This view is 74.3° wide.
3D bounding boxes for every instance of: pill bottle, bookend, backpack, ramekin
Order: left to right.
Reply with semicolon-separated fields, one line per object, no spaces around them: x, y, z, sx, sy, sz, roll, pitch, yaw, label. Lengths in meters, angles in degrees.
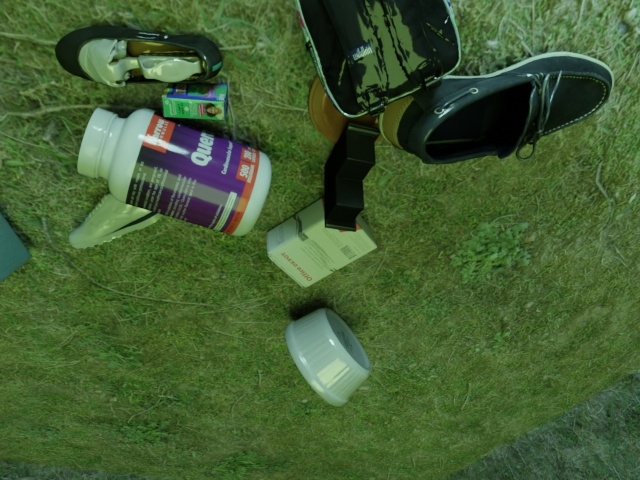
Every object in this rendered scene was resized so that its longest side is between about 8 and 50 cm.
-0.269;-0.133;0.810;0.323;0.181;0.181;17;126;-23;pill bottle
0.030;0.314;1.199;0.127;0.273;0.273;-39;126;8;ramekin
0.064;-0.124;0.853;0.072;0.156;0.157;8;153;-16;bookend
0.079;-0.352;0.660;0.225;0.191;0.253;-22;117;12;backpack

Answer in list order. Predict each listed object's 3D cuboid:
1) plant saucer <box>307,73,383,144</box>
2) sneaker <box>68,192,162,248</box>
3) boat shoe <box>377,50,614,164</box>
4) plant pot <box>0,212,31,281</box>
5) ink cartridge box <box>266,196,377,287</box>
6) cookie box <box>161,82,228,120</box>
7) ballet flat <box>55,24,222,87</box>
0.075;-0.271;0.840;0.200;0.037;0.200;-5;131;-5;plant saucer
-0.455;-0.058;0.924;0.235;0.090;0.095;-23;117;6;sneaker
0.359;-0.240;0.804;0.500;0.156;0.187;-11;135;-15;boat shoe
-0.792;-0.004;0.814;0.247;0.248;0.252;-10;115;0;plant pot
0.000;0.000;1.026;0.218;0.092;0.158;-32;128;16;ink cartridge box
-0.225;-0.256;0.771;0.107;0.092;0.040;0;128;-9;cookie box
-0.310;-0.306;0.711;0.280;0.096;0.095;-4;132;-5;ballet flat
